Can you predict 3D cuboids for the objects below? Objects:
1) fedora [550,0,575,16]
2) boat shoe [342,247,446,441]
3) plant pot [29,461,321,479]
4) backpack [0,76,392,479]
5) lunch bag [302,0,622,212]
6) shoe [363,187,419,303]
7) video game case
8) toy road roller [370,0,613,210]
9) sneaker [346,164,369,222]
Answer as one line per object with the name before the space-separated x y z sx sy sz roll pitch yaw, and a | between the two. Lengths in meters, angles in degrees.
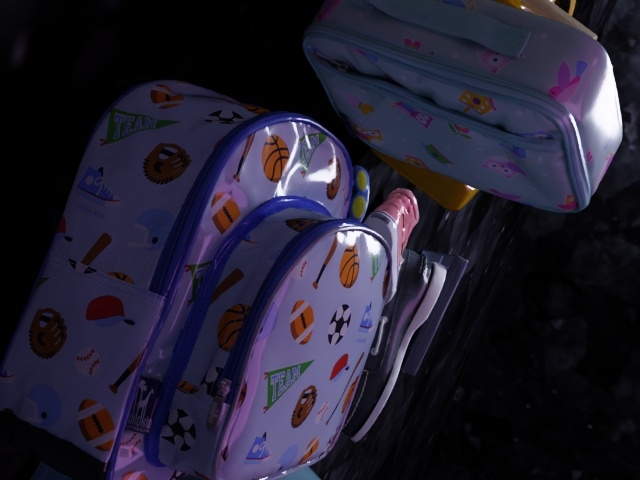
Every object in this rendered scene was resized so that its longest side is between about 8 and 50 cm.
fedora | 0.333 -0.347 1.761 0.194 0.079 0.194 -49 156 -31
boat shoe | 0.087 0.155 1.707 0.302 0.091 0.114 -65 -173 -9
plant pot | -0.094 0.275 0.952 0.271 0.255 0.271 -56 162 -28
backpack | -0.076 0.031 0.752 0.276 0.213 0.263 4 98 -71
lunch bag | 0.121 -0.136 1.003 0.108 0.279 0.224 -62 154 -11
shoe | 0.096 0.010 1.547 0.081 0.063 0.178 -47 153 -36
video game case | 0.161 0.111 1.830 0.196 0.026 0.274 -65 -174 -1
toy road roller | 0.195 -0.180 1.355 0.240 0.202 0.329 -54 171 24
sneaker | 0.000 0.000 1.239 0.078 0.067 0.188 -92 -160 -75
